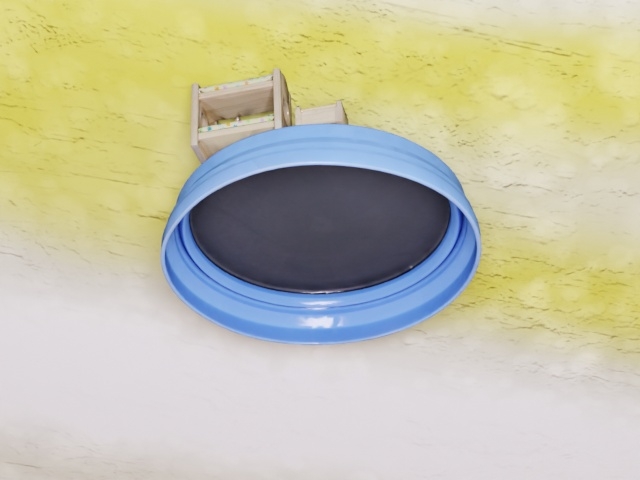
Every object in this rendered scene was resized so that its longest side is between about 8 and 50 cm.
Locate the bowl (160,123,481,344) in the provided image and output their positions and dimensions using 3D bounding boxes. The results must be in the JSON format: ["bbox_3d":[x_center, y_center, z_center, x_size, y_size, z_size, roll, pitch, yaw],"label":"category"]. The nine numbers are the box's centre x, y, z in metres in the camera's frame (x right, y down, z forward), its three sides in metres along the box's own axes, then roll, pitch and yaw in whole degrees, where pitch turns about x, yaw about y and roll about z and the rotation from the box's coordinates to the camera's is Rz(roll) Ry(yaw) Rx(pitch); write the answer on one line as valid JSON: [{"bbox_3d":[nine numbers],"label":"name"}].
[{"bbox_3d":[0.000,0.000,1.402,0.391,0.077,0.391,-1,144,-1],"label":"bowl"}]

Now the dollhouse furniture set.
[{"bbox_3d":[-0.048,-0.129,1.387,0.181,0.101,0.161,-8,150,10],"label":"dollhouse furniture set"}]
